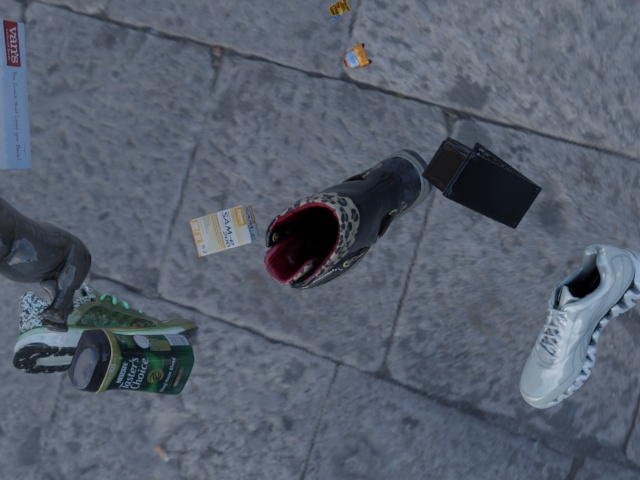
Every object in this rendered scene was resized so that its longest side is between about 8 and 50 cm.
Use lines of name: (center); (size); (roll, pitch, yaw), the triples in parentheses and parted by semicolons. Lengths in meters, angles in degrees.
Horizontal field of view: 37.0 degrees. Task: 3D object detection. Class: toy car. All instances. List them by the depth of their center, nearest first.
toy car: (0.040, -0.312, 1.462); (0.041, 0.060, 0.122); (-25, 115, 5)

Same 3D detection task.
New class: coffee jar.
coffee jar: (-0.297, 0.191, 1.495); (0.079, 0.184, 0.096); (47, 120, 46)

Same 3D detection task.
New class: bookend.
bookend: (0.205, -0.102, 1.365); (0.072, 0.156, 0.157); (-59, 39, 14)

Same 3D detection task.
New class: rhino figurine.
rhino figurine: (-0.338, 0.006, 0.986); (0.073, 0.243, 0.106); (-7, 61, 41)

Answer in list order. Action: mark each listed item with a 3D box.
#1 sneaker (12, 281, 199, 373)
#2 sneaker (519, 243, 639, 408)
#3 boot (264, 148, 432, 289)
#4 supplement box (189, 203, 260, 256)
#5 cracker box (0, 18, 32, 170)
sneaker: (-0.446, 0.161, 2.003); (0.158, 0.411, 0.182); (-41, 57, 44)
sneaker: (0.387, 0.128, 1.486); (0.110, 0.118, 0.292); (44, 109, 48)
boot: (0.000, 0.000, 1.652); (0.377, 0.284, 0.138); (-37, 85, 38)
supplement box: (-0.151, -0.016, 1.506); (0.099, 0.036, 0.062); (-16, 89, 23)
cracker box: (-0.381, -0.141, 0.913); (0.067, 0.232, 0.155); (0, 94, 25)
